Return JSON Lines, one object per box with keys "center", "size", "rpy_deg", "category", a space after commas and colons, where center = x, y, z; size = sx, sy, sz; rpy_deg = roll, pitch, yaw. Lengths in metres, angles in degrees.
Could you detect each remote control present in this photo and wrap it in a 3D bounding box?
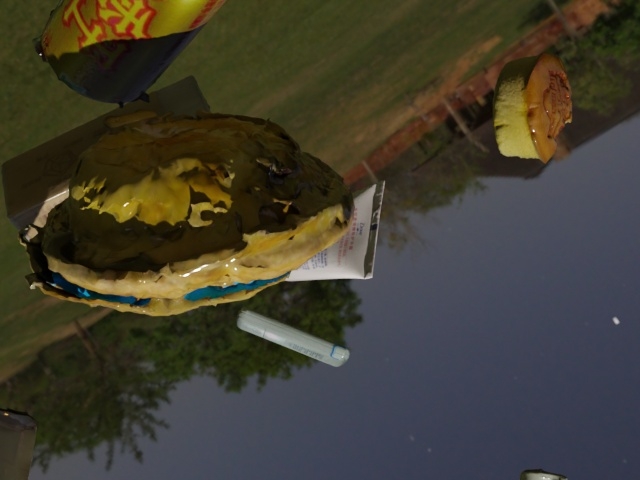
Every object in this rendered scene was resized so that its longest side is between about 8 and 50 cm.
{"center": [-0.030, 0.102, 0.866], "size": [0.053, 0.124, 0.018], "rpy_deg": [110, 2, -71], "category": "remote control"}

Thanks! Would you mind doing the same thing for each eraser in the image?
{"center": [-0.326, -0.130, 1.297], "size": [0.343, 0.144, 0.078], "rpy_deg": [-25, 139, -1], "category": "eraser"}

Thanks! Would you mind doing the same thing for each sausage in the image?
{"center": [-0.137, -0.228, 0.722], "size": [0.317, 0.125, 0.117], "rpy_deg": [-26, -141, 51], "category": "sausage"}

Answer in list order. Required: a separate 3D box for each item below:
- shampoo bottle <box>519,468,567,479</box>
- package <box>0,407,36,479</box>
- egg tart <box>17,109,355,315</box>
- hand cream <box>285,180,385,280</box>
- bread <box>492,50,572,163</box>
{"center": [0.107, 0.190, 0.423], "size": [0.049, 0.141, 0.034], "rpy_deg": [-8, 156, 35], "category": "shampoo bottle"}
{"center": [-0.467, 0.266, 0.826], "size": [0.221, 0.311, 0.165], "rpy_deg": [-67, -157, 2], "category": "package"}
{"center": [-0.113, -0.043, 0.677], "size": [0.291, 0.107, 0.291], "rpy_deg": [-5, -156, 2], "category": "egg tart"}
{"center": [0.000, 0.000, 1.143], "size": [0.248, 0.083, 0.133], "rpy_deg": [-12, -115, 51], "category": "hand cream"}
{"center": [0.288, -0.190, 1.117], "size": [0.086, 0.125, 0.156], "rpy_deg": [0, -144, 36], "category": "bread"}
